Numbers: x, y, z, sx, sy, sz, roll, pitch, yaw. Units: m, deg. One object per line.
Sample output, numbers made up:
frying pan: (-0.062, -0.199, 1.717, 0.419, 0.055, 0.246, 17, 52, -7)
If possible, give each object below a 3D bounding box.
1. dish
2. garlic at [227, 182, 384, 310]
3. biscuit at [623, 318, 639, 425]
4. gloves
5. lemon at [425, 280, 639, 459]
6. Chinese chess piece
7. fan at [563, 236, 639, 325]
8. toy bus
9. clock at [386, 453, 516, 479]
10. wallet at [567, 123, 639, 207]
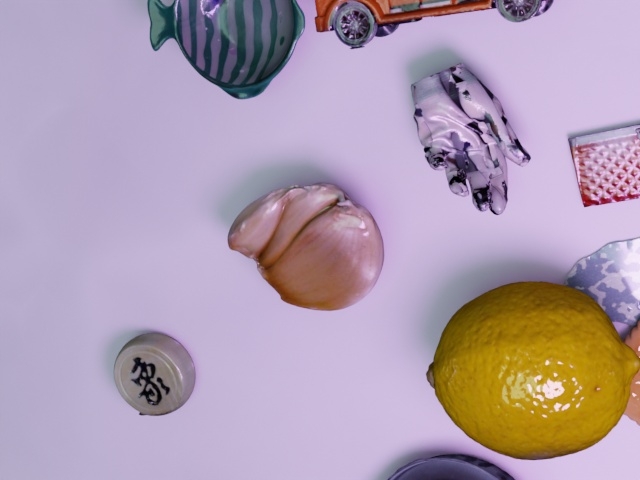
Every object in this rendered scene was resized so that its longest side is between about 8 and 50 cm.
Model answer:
dish: (-0.127, -0.324, 1.479, 0.246, 0.078, 0.224, 4, 107, 18)
garlic: (0.000, 0.000, 1.521, 0.228, 0.110, 0.217, -31, 106, 36)
biscuit: (0.523, 0.227, 1.431, 0.249, 0.030, 0.160, 35, 116, 5)
gloves: (0.206, -0.136, 1.402, 0.127, 0.111, 0.212, -23, 95, 0)
lemon: (0.292, 0.179, 1.392, 0.267, 0.267, 0.267, 6, 108, 19)
Chinese chess piece: (-0.283, 0.229, 1.719, 0.144, 0.058, 0.144, 6, 109, 18)
fan: (0.450, 0.059, 1.422, 0.240, 0.009, 0.131, -10, 102, 23)
toy bus: (0.158, -0.350, 1.332, 0.329, 0.143, 0.153, -3, 105, 23)
clock: (0.213, 0.486, 1.561, 0.312, 0.061, 0.313, 1, 92, 33)
wallet: (0.444, -0.110, 1.367, 0.196, 0.020, 0.103, -10, 102, 23)
